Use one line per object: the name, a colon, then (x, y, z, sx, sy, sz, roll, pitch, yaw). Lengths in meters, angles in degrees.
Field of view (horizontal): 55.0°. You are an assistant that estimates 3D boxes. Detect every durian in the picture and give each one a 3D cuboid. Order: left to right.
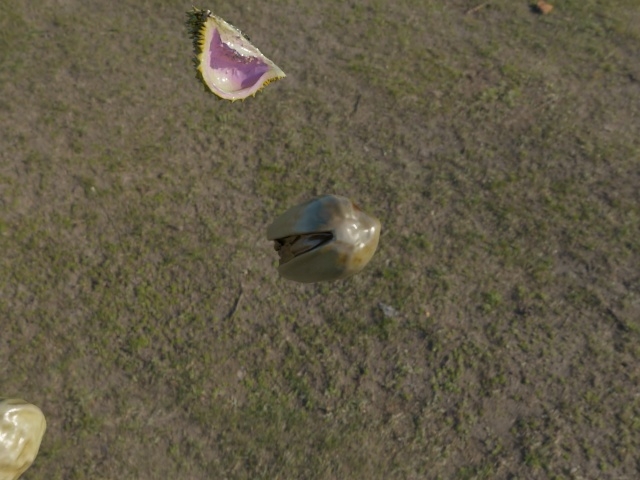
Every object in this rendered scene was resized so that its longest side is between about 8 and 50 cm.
durian: (-0.180, -0.363, 1.204, 0.182, 0.132, 0.165, -8, 72, -51)

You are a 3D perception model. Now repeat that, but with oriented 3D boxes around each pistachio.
pistachio: (0.000, 0.000, 0.940, 0.131, 0.206, 0.129, -7, 83, -39)

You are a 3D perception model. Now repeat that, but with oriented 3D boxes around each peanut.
peanut: (-0.481, 0.301, 0.757, 0.325, 0.153, 0.140, -33, 48, 2)
